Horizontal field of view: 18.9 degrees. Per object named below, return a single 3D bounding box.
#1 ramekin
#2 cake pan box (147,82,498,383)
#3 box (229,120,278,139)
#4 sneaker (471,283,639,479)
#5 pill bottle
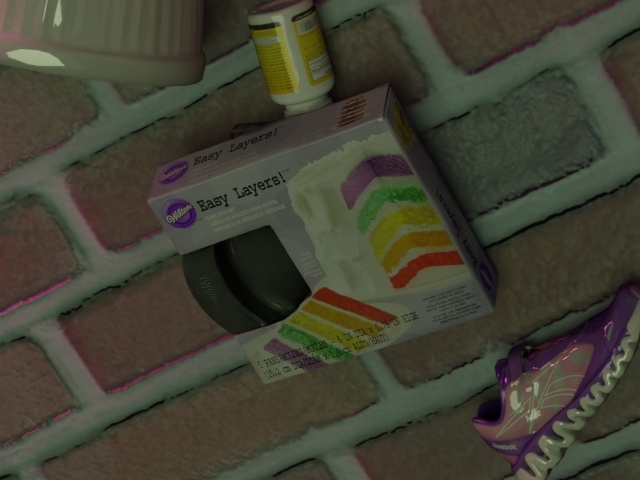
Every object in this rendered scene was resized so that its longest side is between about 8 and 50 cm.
[{"bbox_3d":[-0.226,-0.227,1.719,0.273,0.273,0.127,13,103,9],"label":"ramekin"},{"bbox_3d":[0.000,0.000,1.825,0.267,0.070,0.245,-17,119,21],"label":"cake pan box"},{"bbox_3d":[-0.013,-0.069,1.851,0.137,0.027,0.094,-4,110,16],"label":"box"},{"bbox_3d":[0.224,0.128,1.840,0.104,0.095,0.236,36,117,7],"label":"sneaker"},{"bbox_3d":[-0.023,-0.165,1.794,0.065,0.065,0.116,-10,108,18],"label":"pill bottle"}]
